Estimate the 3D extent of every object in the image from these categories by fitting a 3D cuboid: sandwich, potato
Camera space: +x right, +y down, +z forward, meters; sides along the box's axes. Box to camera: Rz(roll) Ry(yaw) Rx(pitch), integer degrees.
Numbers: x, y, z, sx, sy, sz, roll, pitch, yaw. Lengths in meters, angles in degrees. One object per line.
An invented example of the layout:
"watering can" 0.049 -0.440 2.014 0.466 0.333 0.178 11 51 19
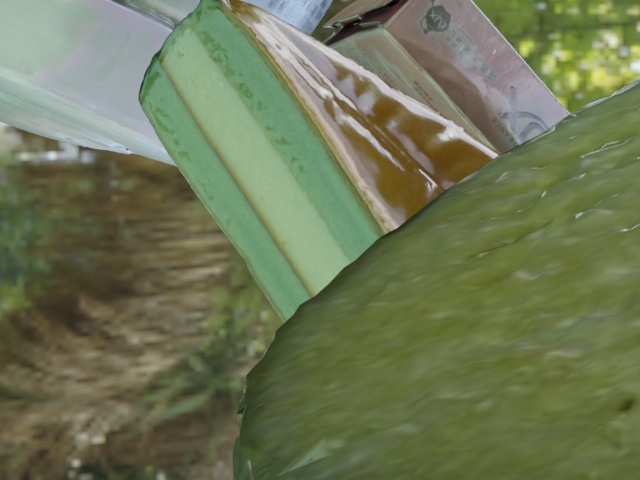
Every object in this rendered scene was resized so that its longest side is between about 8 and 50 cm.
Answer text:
"sandwich" 0.000 0.000 0.647 0.079 0.163 0.113 -41 -156 46
"potato" 0.234 0.103 0.418 0.442 0.385 0.319 -14 -72 37

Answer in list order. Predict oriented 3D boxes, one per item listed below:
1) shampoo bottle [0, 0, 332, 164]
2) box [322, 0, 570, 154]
"shampoo bottle" -0.111 -0.183 0.850 0.273 0.273 0.266 22 -93 56
"box" 0.077 -0.088 1.053 0.156 0.060 0.111 46 -17 -15
